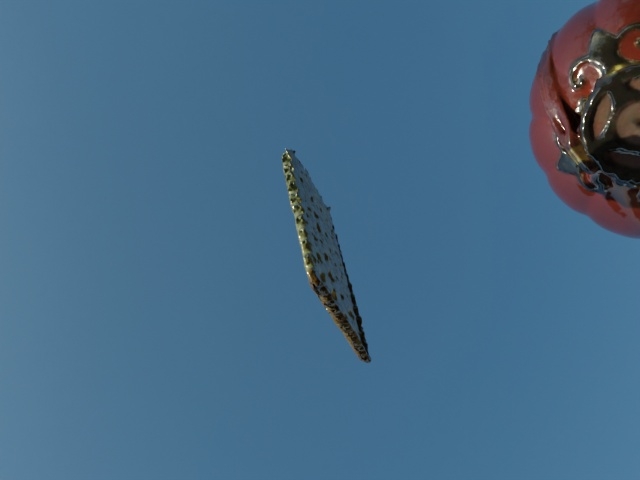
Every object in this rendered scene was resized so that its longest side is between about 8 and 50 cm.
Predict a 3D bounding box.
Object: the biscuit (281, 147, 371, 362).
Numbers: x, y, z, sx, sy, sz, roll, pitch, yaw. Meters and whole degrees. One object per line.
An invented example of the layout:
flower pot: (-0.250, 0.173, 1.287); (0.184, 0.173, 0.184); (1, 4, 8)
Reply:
biscuit: (0.001, 0.000, 0.525); (0.016, 0.203, 0.144); (-22, -44, 9)

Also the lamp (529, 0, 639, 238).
lamp: (0.386, -0.144, 0.638); (0.257, 0.303, 0.302); (-24, -77, -44)
